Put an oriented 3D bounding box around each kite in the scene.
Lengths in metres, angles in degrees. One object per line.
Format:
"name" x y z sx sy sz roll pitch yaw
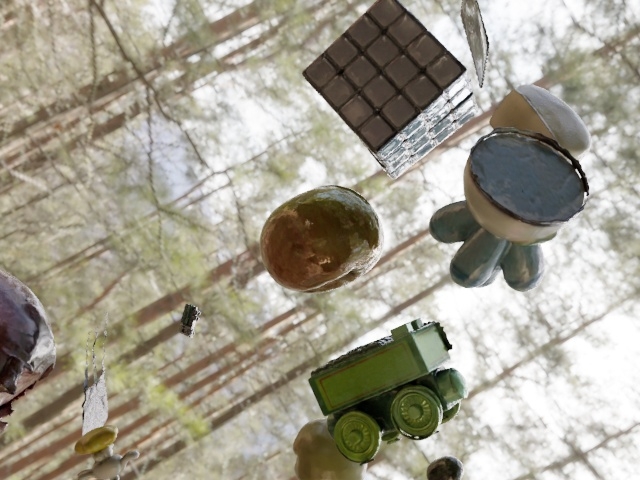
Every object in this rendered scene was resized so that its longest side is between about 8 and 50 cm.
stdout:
"kite" -0.476 0.296 1.721 0.152 0.015 0.285 -72 170 -73

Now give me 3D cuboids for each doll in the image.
"doll" -0.420 0.423 1.600 0.071 0.135 0.113 -21 110 -76

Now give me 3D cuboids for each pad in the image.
"pad" 0.438 -0.605 2.327 0.269 0.012 0.269 67 12 -73

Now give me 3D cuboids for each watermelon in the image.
"watermelon" 0.303 0.569 1.998 0.111 0.078 0.078 -41 -104 49

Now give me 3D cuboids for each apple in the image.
"apple" 0.019 0.544 2.043 0.200 0.200 0.200 60 -5 9
"apple" 0.000 0.000 1.637 0.261 0.261 0.194 81 -15 -75

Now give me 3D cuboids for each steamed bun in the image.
"steamed bun" 0.543 -0.257 1.973 0.241 0.164 0.146 63 -39 30

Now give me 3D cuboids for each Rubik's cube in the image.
"Rubik's cube" 0.208 -0.429 2.334 0.344 0.344 0.337 51 8 17

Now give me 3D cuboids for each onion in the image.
"onion" -0.570 0.167 1.183 0.341 0.341 0.341 60 -5 9

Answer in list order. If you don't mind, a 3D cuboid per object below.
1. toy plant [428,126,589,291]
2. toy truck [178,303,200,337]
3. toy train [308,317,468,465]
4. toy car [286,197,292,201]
"toy plant" 0.341 -0.023 1.566 0.247 0.247 0.332 58 -31 28
"toy truck" -0.342 0.208 2.121 0.044 0.083 0.039 15 -7 6
"toy train" 0.117 0.259 1.406 0.159 0.272 0.188 -8 73 -63
"toy car" -0.074 0.009 2.529 0.193 0.118 0.301 62 -40 36
